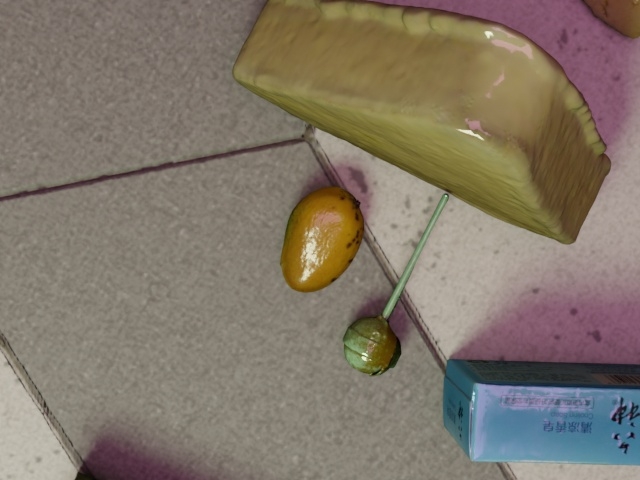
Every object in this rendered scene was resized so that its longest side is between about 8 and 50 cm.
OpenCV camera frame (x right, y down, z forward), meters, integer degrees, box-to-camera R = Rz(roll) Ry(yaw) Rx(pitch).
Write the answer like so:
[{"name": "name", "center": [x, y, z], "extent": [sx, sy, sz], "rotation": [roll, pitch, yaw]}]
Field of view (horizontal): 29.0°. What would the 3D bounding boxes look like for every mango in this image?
[{"name": "mango", "center": [0.000, 0.000, 1.251], "extent": [0.079, 0.057, 0.114], "rotation": [26, 95, -13]}]

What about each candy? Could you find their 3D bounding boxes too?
[{"name": "candy", "center": [0.084, 0.044, 1.255], "extent": [0.061, 0.061, 0.202], "rotation": [26, 97, -6]}]

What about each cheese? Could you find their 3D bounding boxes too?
[{"name": "cheese", "center": [0.116, -0.114, 1.106], "extent": [0.384, 0.384, 0.104], "rotation": [26, 87, -6]}]

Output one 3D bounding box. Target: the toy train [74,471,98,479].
[{"name": "toy train", "center": [-0.163, 0.373, 1.239], "extent": [0.300, 0.131, 0.202], "rotation": [25, 85, -7]}]

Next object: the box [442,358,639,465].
[{"name": "box", "center": [0.249, 0.170, 1.241], "extent": [0.232, 0.142, 0.083], "rotation": [1, 95, -5]}]

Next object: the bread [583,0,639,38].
[{"name": "bread", "center": [0.300, -0.346, 1.262], "extent": [0.240, 0.135, 0.178], "rotation": [47, 123, -7]}]
